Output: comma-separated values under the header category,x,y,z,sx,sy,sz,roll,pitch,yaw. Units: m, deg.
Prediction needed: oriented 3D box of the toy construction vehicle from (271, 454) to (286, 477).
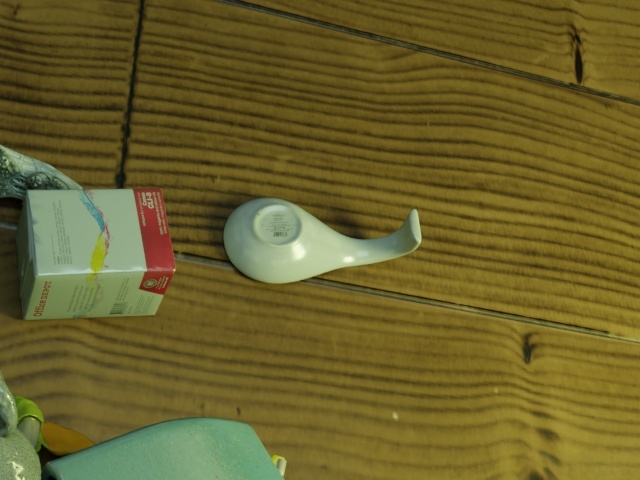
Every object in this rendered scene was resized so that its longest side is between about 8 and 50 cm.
category,x,y,z,sx,sy,sz,roll,pitch,yaw
toy construction vehicle,-0.095,0.298,1.464,0.098,0.035,0.086,11,57,-6

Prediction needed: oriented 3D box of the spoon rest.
category,x,y,z,sx,sy,sz,roll,pitch,yaw
spoon rest,0.000,0.000,1.662,0.276,0.084,0.137,0,59,-7

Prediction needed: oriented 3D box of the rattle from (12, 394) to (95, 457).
category,x,y,z,sx,sy,sz,roll,pitch,yaw
rattle,-0.375,0.286,1.358,0.130,0.143,0.200,15,67,25

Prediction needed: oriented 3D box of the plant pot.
category,x,y,z,sx,sy,sz,roll,pitch,yaw
plant pot,-0.160,0.333,1.292,0.252,0.247,0.248,-24,74,-36

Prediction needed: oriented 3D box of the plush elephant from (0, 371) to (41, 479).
category,x,y,z,sx,sy,sz,roll,pitch,yaw
plush elephant,-0.381,0.260,1.119,0.272,0.255,0.330,66,26,-21

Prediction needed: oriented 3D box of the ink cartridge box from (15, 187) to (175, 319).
category,x,y,z,sx,sy,sz,roll,pitch,yaw
ink cartridge box,-0.291,0.017,1.489,0.176,0.128,0.127,-2,62,-23

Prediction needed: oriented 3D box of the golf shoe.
category,x,y,z,sx,sy,sz,roll,pitch,yaw
golf shoe,-0.399,-0.085,1.560,0.176,0.069,0.086,29,15,10
